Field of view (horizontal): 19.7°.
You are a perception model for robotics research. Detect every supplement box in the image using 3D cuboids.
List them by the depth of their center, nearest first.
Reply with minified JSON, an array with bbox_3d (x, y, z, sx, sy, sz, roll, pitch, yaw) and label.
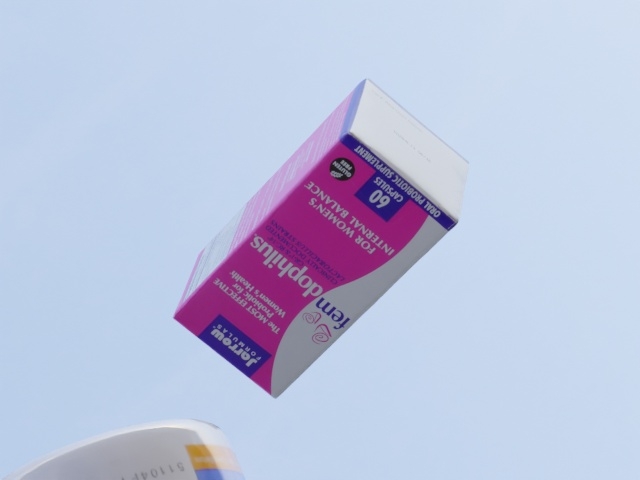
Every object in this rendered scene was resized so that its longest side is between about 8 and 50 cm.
[{"bbox_3d":[0.000,0.000,1.437,0.111,0.220,0.114,39,-153,-11],"label":"supplement box"}]

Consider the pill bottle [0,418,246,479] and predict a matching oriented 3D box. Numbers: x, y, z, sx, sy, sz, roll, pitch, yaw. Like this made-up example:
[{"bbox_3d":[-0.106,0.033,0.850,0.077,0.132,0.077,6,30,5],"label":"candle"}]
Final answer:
[{"bbox_3d":[-0.070,0.240,0.916,0.152,0.152,0.272,-10,-115,-31],"label":"pill bottle"}]
